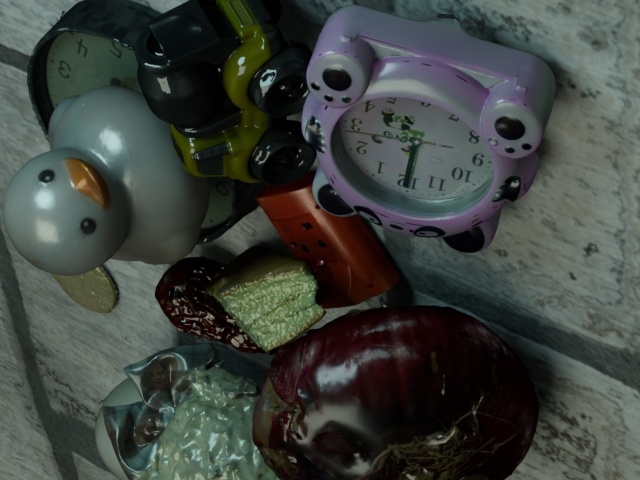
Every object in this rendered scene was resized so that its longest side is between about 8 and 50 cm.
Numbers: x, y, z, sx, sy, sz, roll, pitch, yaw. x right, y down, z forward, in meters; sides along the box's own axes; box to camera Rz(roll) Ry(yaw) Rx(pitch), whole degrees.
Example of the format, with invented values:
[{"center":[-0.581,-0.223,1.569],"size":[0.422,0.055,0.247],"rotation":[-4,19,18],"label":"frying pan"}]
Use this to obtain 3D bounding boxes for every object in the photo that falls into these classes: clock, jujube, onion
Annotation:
[{"center":[-0.198,-0.129,2.022],"size":[0.312,0.061,0.312],"rotation":[27,142,23],"label":"clock"},{"center":[0.094,-0.097,1.688],"size":[0.227,0.090,0.248],"rotation":[17,142,6],"label":"clock"},{"center":[-0.115,0.081,2.138],"size":[0.166,0.104,0.104],"rotation":[31,146,0],"label":"jujube"},{"center":[0.078,0.179,1.913],"size":[0.314,0.232,0.314],"rotation":[-5,139,-4],"label":"onion"},{"center":[0.000,0.000,1.959],"size":[0.113,0.061,0.155],"rotation":[-9,118,53],"label":"clock"}]

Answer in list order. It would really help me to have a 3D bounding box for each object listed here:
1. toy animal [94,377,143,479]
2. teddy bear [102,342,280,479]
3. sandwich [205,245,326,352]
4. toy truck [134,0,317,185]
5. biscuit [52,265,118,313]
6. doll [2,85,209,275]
[{"center":[-0.161,0.277,2.312],"size":[0.212,0.212,0.267],"rotation":[-8,115,50],"label":"toy animal"},{"center":[-0.028,0.306,2.166],"size":[0.375,0.327,0.362],"rotation":[21,-165,-45],"label":"teddy bear"},{"center":[-0.064,0.066,1.992],"size":[0.090,0.088,0.244],"rotation":[57,169,-10],"label":"sandwich"},{"center":[-0.099,-0.145,1.772],"size":[0.224,0.165,0.147],"rotation":[92,153,-52],"label":"toy truck"},{"center":[-0.316,0.050,2.379],"size":[0.120,0.015,0.120],"rotation":[27,143,23],"label":"biscuit"},{"center":[-0.238,-0.042,1.897],"size":[0.221,0.221,0.251],"rotation":[43,160,1],"label":"doll"}]
